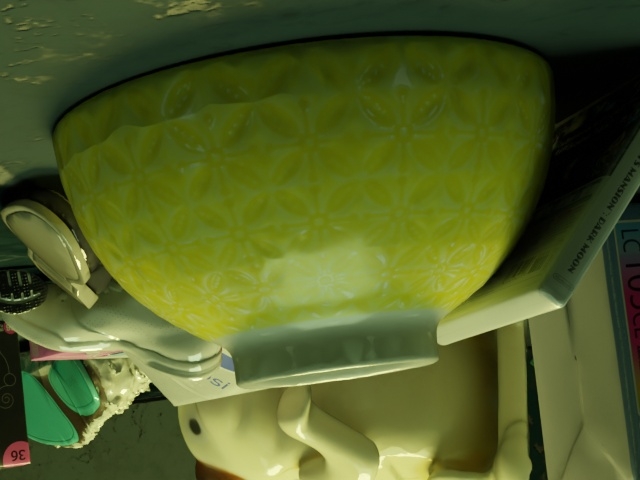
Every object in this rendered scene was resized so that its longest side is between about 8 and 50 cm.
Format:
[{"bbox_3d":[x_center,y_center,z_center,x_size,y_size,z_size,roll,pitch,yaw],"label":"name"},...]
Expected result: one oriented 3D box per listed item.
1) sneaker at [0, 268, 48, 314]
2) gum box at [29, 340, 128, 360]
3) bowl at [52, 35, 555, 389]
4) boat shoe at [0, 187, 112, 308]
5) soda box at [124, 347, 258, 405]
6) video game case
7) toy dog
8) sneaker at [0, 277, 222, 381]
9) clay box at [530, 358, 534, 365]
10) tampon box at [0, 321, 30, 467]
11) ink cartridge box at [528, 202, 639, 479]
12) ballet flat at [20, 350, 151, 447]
[{"bbox_3d":[-0.293,0.044,1.307,0.109,0.040,0.044,-2,-173,-13],"label":"sneaker"},{"bbox_3d":[-0.203,0.084,1.544,0.107,0.062,0.188,-14,170,37],"label":"gum box"},{"bbox_3d":[0.000,0.000,0.852,0.289,0.156,0.289,-8,172,-1],"label":"bowl"},{"bbox_3d":[-0.170,-0.008,1.044,0.065,0.075,0.206,-50,174,-13],"label":"boat shoe"},{"bbox_3d":[-0.052,0.076,1.408,0.286,0.098,0.091,-15,124,41],"label":"soda box"},{"bbox_3d":[0.142,-0.021,0.891,0.022,0.173,0.190,36,163,-6],"label":"video game case"},{"bbox_3d":[0.037,0.177,1.735,0.407,0.285,0.395,-1,165,7],"label":"toy dog"},{"bbox_3d":[-0.187,0.054,1.355,0.212,0.094,0.080,12,-148,8],"label":"sneaker"},{"bbox_3d":[0.326,0.067,1.650,0.222,0.053,0.127,-51,164,4],"label":"clay box"},{"bbox_3d":[-0.402,0.179,1.667,0.120,0.161,0.101,-3,170,-31],"label":"tampon box"},{"bbox_3d":[0.407,0.096,1.469,0.395,0.270,0.151,-3,174,-28],"label":"ink cartridge box"},{"bbox_3d":[-0.286,0.173,1.873,0.147,0.147,0.409,-3,171,-27],"label":"ballet flat"}]
